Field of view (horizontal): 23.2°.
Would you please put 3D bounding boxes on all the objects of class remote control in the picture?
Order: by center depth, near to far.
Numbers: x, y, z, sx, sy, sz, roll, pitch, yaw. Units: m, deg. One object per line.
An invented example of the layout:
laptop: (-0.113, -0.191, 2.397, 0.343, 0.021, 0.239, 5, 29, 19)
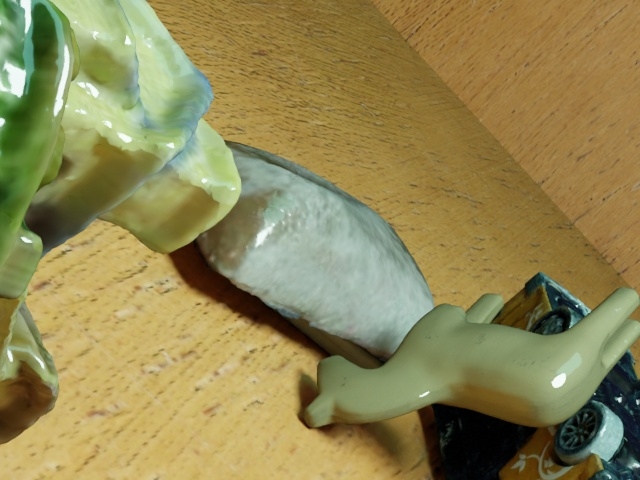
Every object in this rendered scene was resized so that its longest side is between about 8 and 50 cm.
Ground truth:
remote control: (-0.003, 0.066, 1.475, 0.190, 0.029, 0.087, 39, 17, -21)

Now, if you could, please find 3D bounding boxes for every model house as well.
model house: (-0.185, -0.003, 0.718, 0.266, 0.321, 0.261, 26, 32, -54)

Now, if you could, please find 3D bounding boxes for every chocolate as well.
chocolate: (0.000, 0.000, 1.431, 0.303, 0.100, 0.185, 31, 18, -43)

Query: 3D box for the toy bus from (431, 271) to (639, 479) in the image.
toy bus: (0.217, 0.196, 1.426, 0.162, 0.194, 0.323, 39, 21, -23)

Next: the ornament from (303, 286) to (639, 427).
ornament: (0.122, 0.104, 1.327, 0.245, 0.230, 0.061, -38, 128, -43)
